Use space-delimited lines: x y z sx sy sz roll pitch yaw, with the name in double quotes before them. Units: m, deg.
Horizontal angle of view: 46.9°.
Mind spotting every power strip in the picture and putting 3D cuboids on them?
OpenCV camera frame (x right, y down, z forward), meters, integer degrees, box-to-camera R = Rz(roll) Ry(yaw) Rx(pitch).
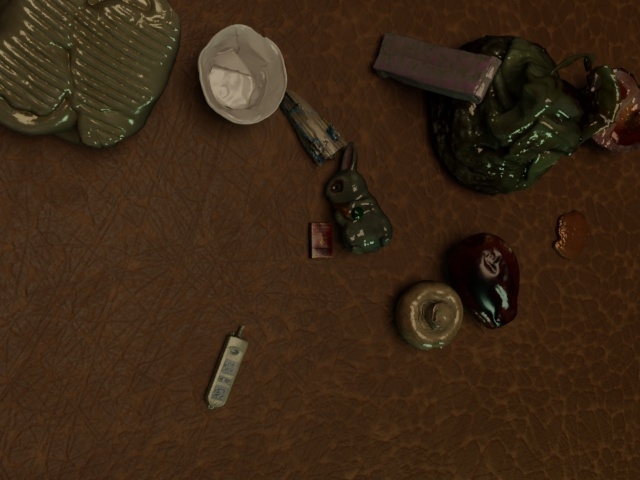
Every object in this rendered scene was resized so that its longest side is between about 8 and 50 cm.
"power strip" -0.201 0.273 1.591 0.048 0.030 0.191 23 82 -20

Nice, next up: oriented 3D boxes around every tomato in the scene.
"tomato" 0.748 -0.329 1.920 0.228 0.112 0.199 44 83 -16

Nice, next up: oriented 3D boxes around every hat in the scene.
"hat" -0.177 -0.337 1.556 0.203 0.126 0.203 0 89 -21

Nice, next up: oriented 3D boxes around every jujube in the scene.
"jujube" 0.399 0.099 1.759 0.168 0.168 0.236 -28 106 -19

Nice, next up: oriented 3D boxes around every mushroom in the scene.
"mushroom" 0.256 0.174 1.717 0.166 0.127 0.166 -2 96 -18

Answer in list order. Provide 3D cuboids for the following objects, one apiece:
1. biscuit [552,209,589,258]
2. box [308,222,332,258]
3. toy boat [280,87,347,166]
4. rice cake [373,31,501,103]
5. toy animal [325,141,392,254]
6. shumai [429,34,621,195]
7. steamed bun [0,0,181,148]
"biscuit" 0.658 -0.016 1.929 0.102 0.019 0.130 24 80 -20
"box" 0.000 0.000 1.675 0.052 0.023 0.081 0 89 -20
"toy boat" -0.028 -0.265 1.651 0.084 0.066 0.210 -39 91 -6
"rice cake" 0.253 -0.388 1.657 0.106 0.298 0.050 -62 147 -7
"toy animal" 0.075 -0.093 1.669 0.125 0.127 0.251 -11 76 -27
"shumai" 0.464 -0.300 1.690 0.395 0.348 0.394 -1 93 -18
"steamed bun" -0.453 -0.372 1.387 0.343 0.255 0.367 28 109 -36
